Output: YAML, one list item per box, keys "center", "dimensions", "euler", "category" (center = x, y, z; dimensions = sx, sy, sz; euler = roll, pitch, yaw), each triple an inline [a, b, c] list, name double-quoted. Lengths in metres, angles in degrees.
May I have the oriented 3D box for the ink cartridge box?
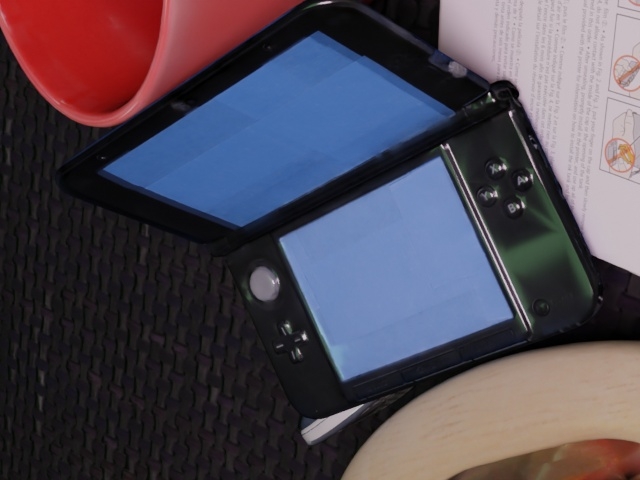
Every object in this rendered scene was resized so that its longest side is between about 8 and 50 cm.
- center: [0.192, -0.130, 0.750]
  dimensions: [0.261, 0.066, 0.296]
  euler: [26, 127, 40]
  category: "ink cartridge box"

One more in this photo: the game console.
- center: [0.000, 0.000, 0.801]
  dimensions: [0.293, 0.173, 0.250]
  euler: [-26, 86, 38]
  category: "game console"

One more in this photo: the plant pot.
- center: [-0.089, -0.240, 0.847]
  dimensions: [0.275, 0.243, 0.274]
  euler: [24, 123, 42]
  category: "plant pot"

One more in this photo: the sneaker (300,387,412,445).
- center: [0.023, 0.058, 0.963]
  dimensions: [0.163, 0.086, 0.226]
  euler: [53, 126, 15]
  category: "sneaker"

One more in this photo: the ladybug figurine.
- center: [0.199, 0.216, 0.830]
  dimensions: [0.449, 0.162, 0.305]
  euler: [-19, 91, 36]
  category: "ladybug figurine"
